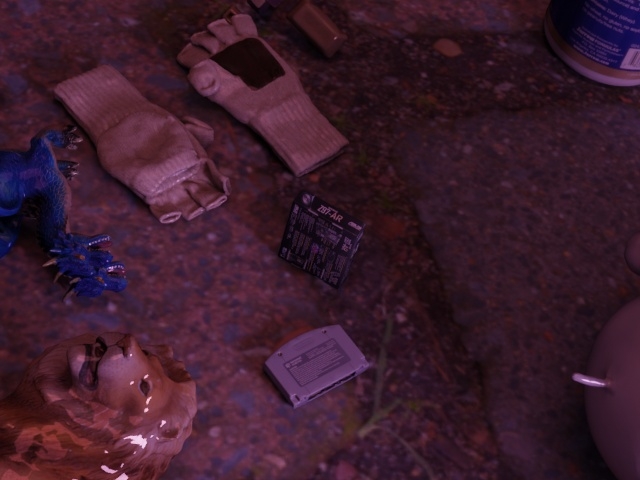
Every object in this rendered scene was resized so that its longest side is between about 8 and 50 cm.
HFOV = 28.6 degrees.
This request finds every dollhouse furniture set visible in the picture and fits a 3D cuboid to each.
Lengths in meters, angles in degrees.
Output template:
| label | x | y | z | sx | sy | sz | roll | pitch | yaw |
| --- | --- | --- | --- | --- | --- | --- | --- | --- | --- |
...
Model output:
| label | x | y | z | sx | sy | sz | roll | pitch | yaw |
| --- | --- | --- | --- | --- | --- | --- | --- | --- | --- |
| dollhouse furniture set | -0.035 | -0.233 | 1.357 | 0.114 | 0.091 | 0.081 | 44 | 9 | -7 |

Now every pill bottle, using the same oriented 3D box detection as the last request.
| label | x | y | z | sx | sy | sz | roll | pitch | yaw |
| --- | --- | --- | --- | --- | --- | --- | --- | --- | --- |
| pill bottle | 0.352 | -0.307 | 1.349 | 0.153 | 0.265 | 0.153 | 8 | 50 | -9 |

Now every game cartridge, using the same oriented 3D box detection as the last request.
| label | x | y | z | sx | sy | sz | roll | pitch | yaw |
| --- | --- | --- | --- | --- | --- | --- | --- | --- | --- |
| game cartridge | -0.006 | 0.106 | 1.089 | 0.083 | 0.017 | 0.056 | -24 | 65 | -30 |

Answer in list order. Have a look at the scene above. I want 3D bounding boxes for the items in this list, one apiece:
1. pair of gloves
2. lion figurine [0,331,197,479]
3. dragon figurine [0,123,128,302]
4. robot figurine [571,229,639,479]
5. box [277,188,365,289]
| label | x | y | z | sx | sy | sz | roll | pitch | yaw |
| --- | --- | --- | --- | --- | --- | --- | --- | --- | --- |
| pair of gloves | -0.115 | -0.124 | 1.228 | 0.240 | 0.042 | 0.204 | -23 | 61 | -28 |
| lion figurine | -0.199 | 0.249 | 0.868 | 0.240 | 0.142 | 0.392 | 5 | 65 | -21 |
| dragon figurine | -0.295 | -0.041 | 1.084 | 0.289 | 0.085 | 0.144 | 16 | 50 | -3 |
| robot figurine | 0.368 | 0.113 | 1.059 | 0.353 | 0.200 | 0.300 | -19 | 72 | -26 |
| box | 0.000 | 0.000 | 1.130 | 0.067 | 0.083 | 0.018 | 28 | 52 | 9 |
